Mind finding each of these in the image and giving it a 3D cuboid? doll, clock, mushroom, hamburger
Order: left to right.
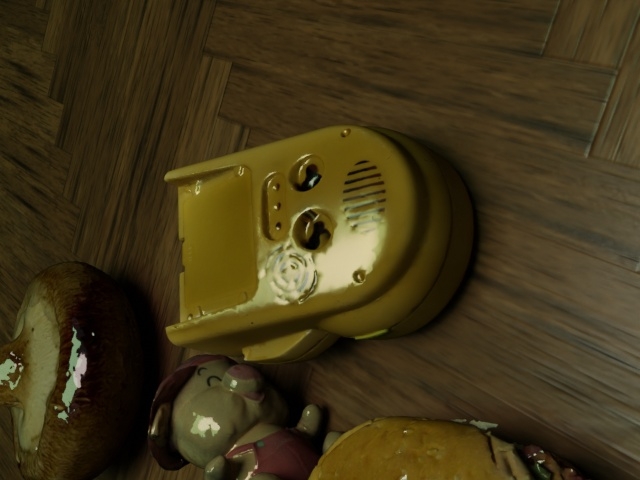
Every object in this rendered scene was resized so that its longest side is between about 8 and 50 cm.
[{"bbox_3d":[-0.392,0.202,1.156,0.345,0.239,0.345,11,110,32],"label":"mushroom"},{"bbox_3d":[-0.093,0.227,0.865,0.255,0.196,0.152,35,91,34],"label":"doll"},{"bbox_3d":[0.000,0.000,0.807,0.316,0.200,0.244,-16,72,33],"label":"clock"},{"bbox_3d":[0.103,0.257,0.696,0.282,0.155,0.245,-58,43,16],"label":"hamburger"}]
